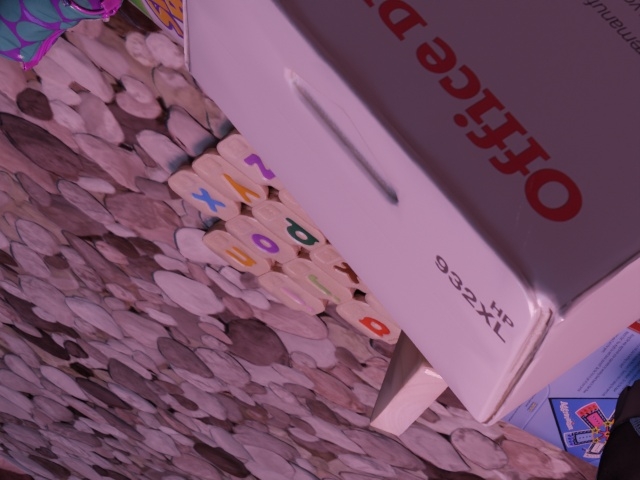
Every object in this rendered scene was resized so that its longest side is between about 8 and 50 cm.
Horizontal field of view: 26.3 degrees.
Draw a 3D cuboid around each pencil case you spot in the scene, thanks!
[{"bbox_3d":[-0.214,-0.189,1.091,0.152,0.064,0.070,-14,106,54],"label":"pencil case"}]

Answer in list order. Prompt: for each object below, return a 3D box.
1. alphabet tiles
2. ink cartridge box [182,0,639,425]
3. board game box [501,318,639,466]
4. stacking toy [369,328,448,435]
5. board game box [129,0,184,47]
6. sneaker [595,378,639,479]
[{"bbox_3d":[0.000,0.000,1.263,0.278,0.021,0.284,37,152,-15],"label":"alphabet tiles"},{"bbox_3d":[0.125,-0.105,0.586,0.223,0.307,0.129,50,159,19],"label":"ink cartridge box"},{"bbox_3d":[0.253,0.131,1.244,0.145,0.027,0.281,27,153,6],"label":"board game box"},{"bbox_3d":[0.157,-0.014,0.833,0.130,0.279,0.309,21,153,-9],"label":"stacking toy"},{"bbox_3d":[-0.081,-0.166,0.934,0.259,0.039,0.124,45,164,34],"label":"board game box"},{"bbox_3d":[0.356,0.189,1.010,0.341,0.139,0.125,-7,135,47],"label":"sneaker"}]
